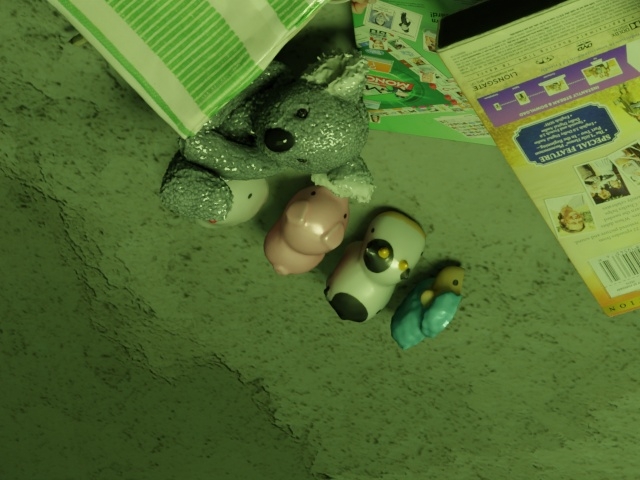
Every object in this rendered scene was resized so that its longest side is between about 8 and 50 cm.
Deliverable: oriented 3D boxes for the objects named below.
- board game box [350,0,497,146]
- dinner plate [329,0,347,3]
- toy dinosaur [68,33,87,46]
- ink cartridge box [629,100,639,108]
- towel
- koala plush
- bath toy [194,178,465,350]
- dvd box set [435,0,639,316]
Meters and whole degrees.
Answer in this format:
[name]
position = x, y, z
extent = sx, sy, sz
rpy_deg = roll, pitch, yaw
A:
[board game box]
position = 0.193, -0.191, 2.009
extent = 0.317, 0.046, 0.213
rpy_deg = 9, 137, 17
[dinner plate]
position = 0.005, -0.315, 1.956
extent = 0.141, 0.017, 0.141
rpy_deg = 23, 126, 35
[toy dinosaur]
position = -0.204, -0.283, 2.088
extent = 0.118, 0.064, 0.268
rpy_deg = 35, 140, 9
[ink cartridge box]
position = 0.404, -0.205, 1.672
extent = 0.224, 0.223, 0.045
rpy_deg = -34, 81, 54
[towel]
position = -0.110, -0.290, 1.922
extent = 0.248, 0.038, 0.325
rpy_deg = 45, 111, -4
[koala plush]
position = -0.041, -0.131, 2.064
extent = 0.221, 0.203, 0.196
rpy_deg = 3, 106, 26
[bath toy]
position = 0.000, 0.000, 2.239
extent = 0.348, 0.129, 0.151
rpy_deg = 30, 105, -8
[dvd box set]
position = 0.349, -0.114, 1.941
extent = 0.307, 0.062, 0.420
rpy_deg = -20, 128, 25
